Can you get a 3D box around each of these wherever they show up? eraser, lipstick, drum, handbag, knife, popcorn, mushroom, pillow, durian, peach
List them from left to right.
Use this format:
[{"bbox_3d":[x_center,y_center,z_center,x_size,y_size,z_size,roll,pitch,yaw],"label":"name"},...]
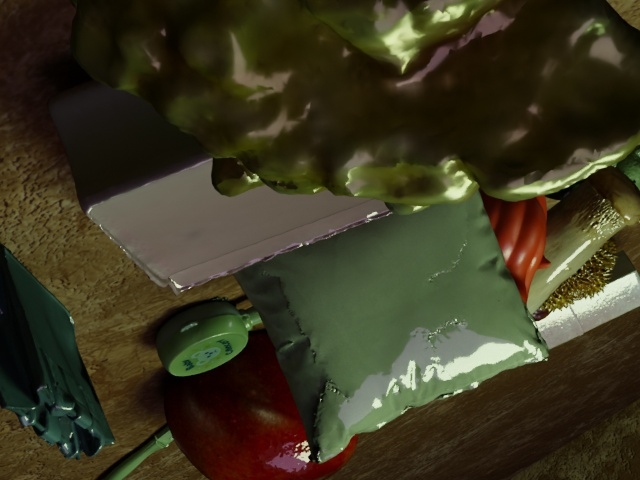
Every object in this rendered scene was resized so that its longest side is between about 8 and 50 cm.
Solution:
[{"bbox_3d":[-0.277,0.123,1.004,0.062,0.179,0.229,-25,158,-5],"label":"handbag"},{"bbox_3d":[-0.259,0.322,1.607,0.293,0.020,0.043,-42,149,25],"label":"knife"},{"bbox_3d":[-0.092,0.089,1.275,0.253,0.049,0.130,-31,156,9],"label":"drum"},{"bbox_3d":[-0.081,0.244,1.442,0.274,0.245,0.249,15,103,-41],"label":"peach"},{"bbox_3d":[-0.007,-0.091,0.868,0.359,0.122,0.272,-22,160,2],"label":"eraser"},{"bbox_3d":[0.022,-0.158,0.605,0.335,0.279,0.274,8,113,-10],"label":"popcorn"},{"bbox_3d":[0.068,0.055,1.125,0.310,0.312,0.119,-24,-168,1],"label":"pillow"},{"bbox_3d":[0.369,0.140,1.744,0.371,0.080,0.076,-27,116,10],"label":"lipstick"},{"bbox_3d":[0.298,0.027,1.384,0.351,0.095,0.123,-45,-175,39],"label":"mushroom"},{"bbox_3d":[0.366,0.036,1.538,0.158,0.137,0.168,-58,155,15],"label":"durian"}]

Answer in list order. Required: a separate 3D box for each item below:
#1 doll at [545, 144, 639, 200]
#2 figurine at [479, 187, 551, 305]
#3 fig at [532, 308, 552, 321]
[{"bbox_3d":[0.380,-0.078,1.400,0.150,0.078,0.115,-6,140,-16],"label":"doll"},{"bbox_3d":[0.182,0.045,1.289,0.257,0.181,0.208,-46,170,37],"label":"figurine"},{"bbox_3d":[0.361,0.082,1.694,0.125,0.089,0.089,-27,163,-48],"label":"fig"}]
